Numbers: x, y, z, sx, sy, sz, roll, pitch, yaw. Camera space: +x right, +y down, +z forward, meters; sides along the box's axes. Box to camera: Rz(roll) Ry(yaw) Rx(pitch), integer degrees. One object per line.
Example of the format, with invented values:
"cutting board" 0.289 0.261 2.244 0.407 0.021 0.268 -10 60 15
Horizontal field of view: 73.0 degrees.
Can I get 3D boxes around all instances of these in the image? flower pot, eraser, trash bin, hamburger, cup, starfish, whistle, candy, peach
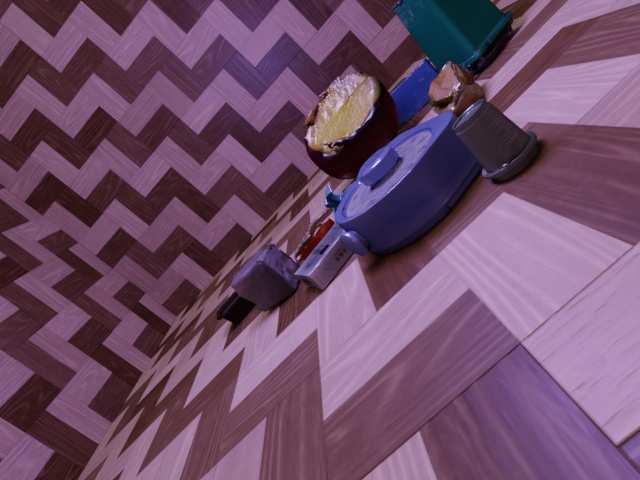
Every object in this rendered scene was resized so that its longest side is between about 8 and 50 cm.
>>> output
"flower pot" -0.315 0.241 1.784 0.250 0.084 0.179 -49 12 -6
"eraser" 0.383 -0.619 1.878 0.312 0.144 0.042 -40 13 33
"trash bin" 0.460 -0.782 1.575 0.295 0.381 0.259 -51 12 -12
"hamburger" 0.424 -0.440 1.338 0.155 0.136 0.207 -59 21 31
"cup" 0.331 -0.196 0.834 0.120 0.141 0.120 -47 12 14
"starfish" -0.042 -0.026 1.671 0.231 0.048 0.295 -54 -2 -15
"whistle" 0.098 -0.120 1.375 0.274 0.187 0.093 121 143 -64
"candy" -0.176 0.129 1.476 0.195 0.185 0.137 -37 21 25
"peach" 0.130 -0.464 1.755 0.354 0.338 0.416 -11 -31 -23

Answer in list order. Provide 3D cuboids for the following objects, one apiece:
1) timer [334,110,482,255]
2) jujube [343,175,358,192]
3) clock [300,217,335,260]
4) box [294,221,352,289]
"timer" 0.180 -0.132 1.071 0.395 0.173 0.395 -44 14 14
"jujube" 0.143 -0.172 1.477 0.166 0.104 0.104 -38 17 50
"clock" 0.000 0.000 1.514 0.113 0.061 0.155 -50 6 33
"box" 0.036 0.032 1.294 0.242 0.067 0.155 -51 12 -12
